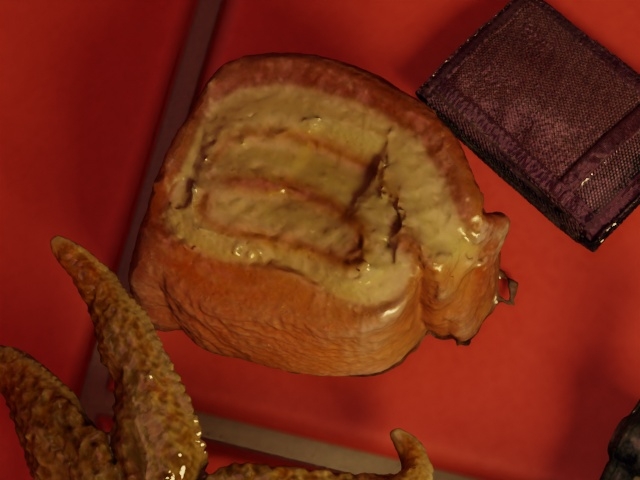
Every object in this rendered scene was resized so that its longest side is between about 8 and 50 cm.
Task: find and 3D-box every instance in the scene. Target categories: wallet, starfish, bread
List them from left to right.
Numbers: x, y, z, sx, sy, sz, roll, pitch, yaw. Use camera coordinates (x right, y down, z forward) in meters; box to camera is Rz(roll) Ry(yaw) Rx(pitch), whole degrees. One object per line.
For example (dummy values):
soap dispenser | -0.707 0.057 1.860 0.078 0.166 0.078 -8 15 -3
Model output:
starfish | -0.093 0.178 1.056 0.327 0.094 0.375 -6 91 13
bread | 0.005 -0.011 1.101 0.244 0.123 0.190 14 76 16
wallet | 0.156 -0.083 1.132 0.111 0.030 0.166 -46 68 -2

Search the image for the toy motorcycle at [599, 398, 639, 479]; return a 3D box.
toy motorcycle | 0.172 0.212 0.977 0.358 0.125 0.212 -36 55 -5
